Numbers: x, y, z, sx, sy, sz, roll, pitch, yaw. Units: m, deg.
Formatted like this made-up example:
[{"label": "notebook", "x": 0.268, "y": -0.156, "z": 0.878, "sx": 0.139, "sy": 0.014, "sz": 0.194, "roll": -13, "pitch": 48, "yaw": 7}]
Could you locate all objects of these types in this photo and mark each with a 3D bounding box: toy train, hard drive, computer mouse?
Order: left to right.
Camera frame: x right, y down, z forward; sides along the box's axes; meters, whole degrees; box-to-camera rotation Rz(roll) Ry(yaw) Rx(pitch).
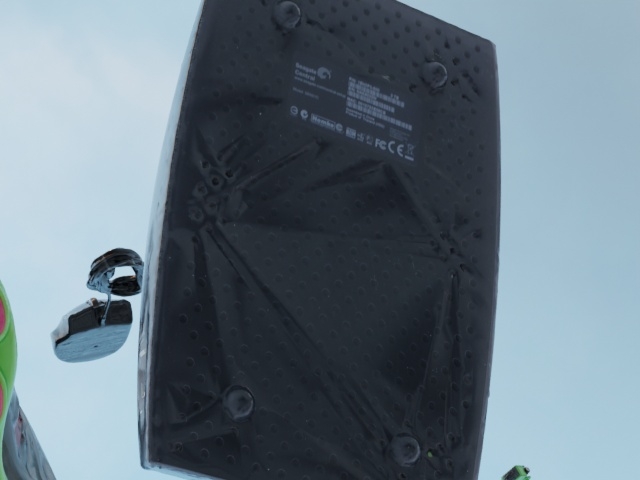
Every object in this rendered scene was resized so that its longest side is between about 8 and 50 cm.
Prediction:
[{"label": "computer mouse", "x": -0.186, "y": 0.049, "z": 1.313, "sx": 0.071, "sy": 0.242, "sz": 0.041, "roll": -9, "pitch": -109, "yaw": -20}, {"label": "hard drive", "x": 0.000, "y": 0.000, "z": 0.710, "sx": 0.172, "sy": 0.054, "sz": 0.254, "roll": 18, "pitch": -117, "yaw": -26}, {"label": "toy train", "x": 0.161, "y": 0.235, "z": 1.448, "sx": 0.024, "sy": 0.083, "sz": 0.017, "roll": 12, "pitch": -140, "yaw": -49}]

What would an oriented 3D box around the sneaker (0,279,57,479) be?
[{"label": "sneaker", "x": -0.327, "y": 0.172, "z": 1.327, "sx": 0.185, "sy": 0.483, "sz": 0.202, "roll": -19, "pitch": -157, "yaw": -18}]
